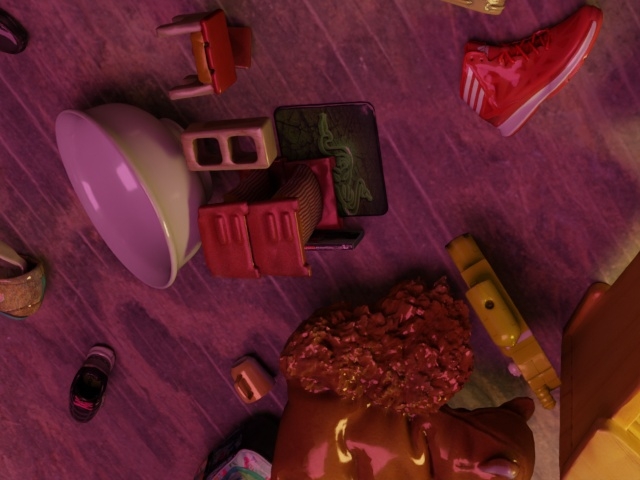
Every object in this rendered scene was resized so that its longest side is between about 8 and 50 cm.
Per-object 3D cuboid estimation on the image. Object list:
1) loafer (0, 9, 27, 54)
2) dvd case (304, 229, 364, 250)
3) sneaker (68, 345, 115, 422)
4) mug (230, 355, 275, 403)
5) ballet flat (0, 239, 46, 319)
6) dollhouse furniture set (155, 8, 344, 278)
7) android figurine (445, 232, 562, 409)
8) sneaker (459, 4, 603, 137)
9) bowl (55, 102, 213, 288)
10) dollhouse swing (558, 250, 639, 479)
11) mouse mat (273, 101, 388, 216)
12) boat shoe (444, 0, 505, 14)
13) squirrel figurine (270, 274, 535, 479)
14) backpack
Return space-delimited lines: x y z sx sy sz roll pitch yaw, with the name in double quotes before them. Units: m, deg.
"loafer" -0.511 -0.317 1.732 0.170 0.061 0.062 28 122 -5
"dvd case" 0.000 0.000 1.795 0.119 0.087 0.013 -2 103 14
"sneaker" -0.404 0.261 2.052 0.063 0.075 0.170 25 123 -3
"mug" -0.115 0.228 1.971 0.062 0.078 0.064 -34 102 -6
"ballet flat" -0.611 0.020 1.932 0.349 0.123 0.123 21 123 -6
"dollhouse furniture set" -0.087 -0.149 1.660 0.152 0.201 0.374 -2 114 17
"android figurine" 0.267 0.120 1.713 0.056 0.248 0.273 -30 78 6
"sneaker" 0.266 -0.246 1.586 0.128 0.087 0.221 32 121 -9
"bowl" -0.250 -0.086 1.737 0.298 0.134 0.298 42 151 31
"dollhouse swing" 0.500 0.198 1.648 0.315 0.347 0.305 41 120 -13
"mouse mat" 0.016 -0.116 1.769 0.153 0.007 0.189 -2 121 14
"boat shoe" 0.104 -0.348 1.548 0.285 0.104 0.089 8 119 7
"squirrel figurine" 0.136 0.262 1.798 0.370 0.281 0.397 5 114 21
"backpack" -0.116 0.459 2.051 0.225 0.191 0.253 39 126 -13
